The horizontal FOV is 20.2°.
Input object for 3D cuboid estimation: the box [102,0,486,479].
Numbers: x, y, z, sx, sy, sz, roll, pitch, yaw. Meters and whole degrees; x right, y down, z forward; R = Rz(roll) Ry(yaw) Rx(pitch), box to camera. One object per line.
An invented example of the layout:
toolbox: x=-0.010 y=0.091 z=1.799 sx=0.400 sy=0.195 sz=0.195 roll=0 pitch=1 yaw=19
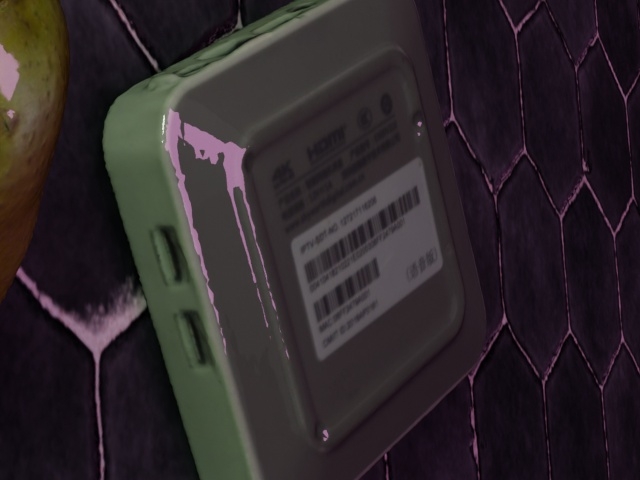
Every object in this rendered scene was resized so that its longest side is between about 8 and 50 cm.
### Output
box: x=0.000 y=0.000 z=1.446 sx=0.367 sy=0.090 sz=0.373 roll=-38 pitch=120 yaw=-50

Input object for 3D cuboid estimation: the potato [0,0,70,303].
potato: x=-0.228 y=-0.091 z=0.919 sx=0.218 sy=0.202 sz=0.351 roll=-91 pitch=176 yaw=-52
